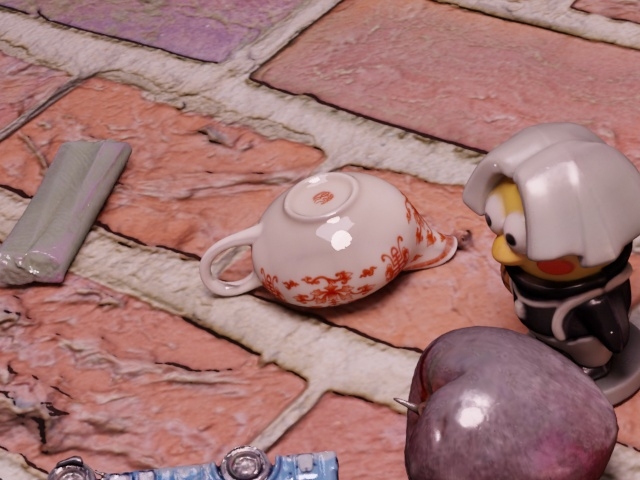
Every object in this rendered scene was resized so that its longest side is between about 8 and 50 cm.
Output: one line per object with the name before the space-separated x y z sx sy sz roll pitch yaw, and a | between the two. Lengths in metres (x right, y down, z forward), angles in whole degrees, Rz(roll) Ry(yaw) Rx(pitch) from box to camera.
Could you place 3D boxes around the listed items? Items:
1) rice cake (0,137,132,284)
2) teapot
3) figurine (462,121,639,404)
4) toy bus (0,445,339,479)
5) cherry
rice cake | -0.270 -0.033 1.840 0.080 0.042 0.222 3 39 16
teapot | 0.000 0.000 1.666 0.245 0.116 0.159 -11 48 15
figurine | 0.201 0.010 1.457 0.133 0.236 0.176 -26 38 -17
toy bus | -0.128 0.243 1.347 0.297 0.106 0.131 -5 49 -2
cherry | 0.144 0.148 1.388 0.176 0.140 0.176 8 43 -8
